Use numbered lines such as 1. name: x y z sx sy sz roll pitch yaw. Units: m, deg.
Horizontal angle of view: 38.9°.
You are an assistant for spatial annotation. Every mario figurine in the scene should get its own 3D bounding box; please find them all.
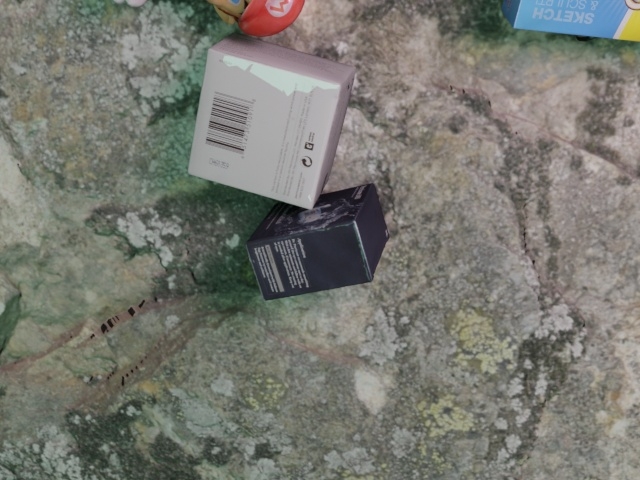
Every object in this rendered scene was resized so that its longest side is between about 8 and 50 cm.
1. mario figurine: -0.160 -0.368 1.116 0.321 0.170 0.198 35 151 4

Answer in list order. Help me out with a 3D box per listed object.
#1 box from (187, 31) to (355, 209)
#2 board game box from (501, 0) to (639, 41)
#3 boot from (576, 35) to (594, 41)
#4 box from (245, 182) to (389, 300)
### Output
1. box: -0.066 -0.162 1.218 0.182 0.119 0.180 16 116 5
2. board game box: 0.386 -0.341 1.002 0.317 0.064 0.242 4 124 -6
3. boot: 0.359 -0.366 1.068 0.161 0.083 0.246 38 116 -19
4. box: 0.000 0.000 1.255 0.158 0.156 0.093 -11 109 17
